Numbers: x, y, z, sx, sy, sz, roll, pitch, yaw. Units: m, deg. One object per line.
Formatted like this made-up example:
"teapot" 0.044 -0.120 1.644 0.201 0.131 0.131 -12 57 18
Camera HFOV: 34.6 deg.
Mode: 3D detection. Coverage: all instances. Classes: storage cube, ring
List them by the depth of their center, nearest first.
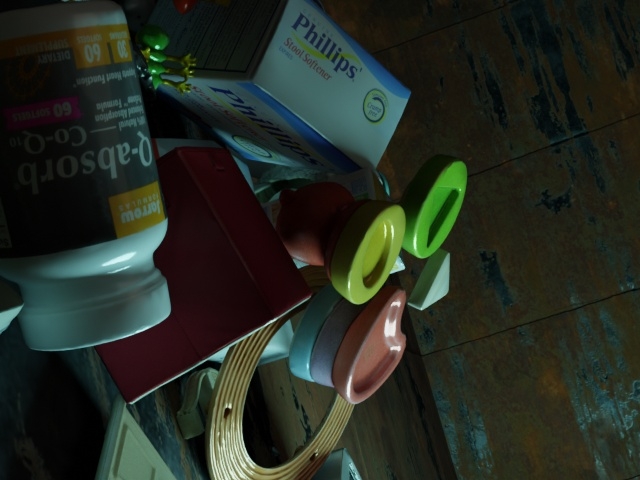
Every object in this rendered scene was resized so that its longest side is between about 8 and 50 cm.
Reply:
"storage cube" -0.145 0.029 1.079 0.193 0.184 0.215 60 11 3
"ring" -0.041 0.187 1.333 0.337 0.032 0.336 -30 129 -48

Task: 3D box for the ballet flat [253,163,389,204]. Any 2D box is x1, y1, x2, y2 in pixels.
"ballet flat" -0.048 -0.059 1.624 0.409 0.147 0.146 -12 -81 61

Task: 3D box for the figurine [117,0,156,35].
"figurine" -0.237 -0.329 1.554 0.209 0.092 0.215 -91 158 -43

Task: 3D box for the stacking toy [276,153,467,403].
"stacking toy" 0.053 0.023 1.274 0.279 0.130 0.308 -43 148 -41

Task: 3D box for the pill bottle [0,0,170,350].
"pill bottle" -0.221 -0.057 0.888 0.162 0.162 0.278 -57 137 -75

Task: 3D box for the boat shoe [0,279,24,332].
"boat shoe" -0.283 0.074 0.728 0.079 0.081 0.227 34 7 2

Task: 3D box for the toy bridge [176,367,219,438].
"toy bridge" -0.142 0.195 1.305 0.188 0.026 0.063 -26 96 -77

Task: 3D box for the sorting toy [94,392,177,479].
"sorting toy" -0.178 0.284 1.007 0.193 0.038 0.208 -90 162 -56

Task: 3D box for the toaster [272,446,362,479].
"toaster" 0.006 0.400 1.457 0.168 0.110 0.185 -86 154 -63

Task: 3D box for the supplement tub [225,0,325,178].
"supplement tub" -0.082 -0.284 1.807 0.228 0.228 0.316 56 19 -51

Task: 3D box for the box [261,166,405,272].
"box" 0.000 0.000 1.402 0.103 0.203 0.114 53 23 -49

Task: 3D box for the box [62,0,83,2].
"box" -0.296 -0.363 1.284 0.102 0.101 0.087 54 21 -50

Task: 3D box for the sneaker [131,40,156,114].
"sneaker" -0.237 -0.160 1.075 0.271 0.100 0.107 145 -66 -71

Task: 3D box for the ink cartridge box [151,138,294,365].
"ink cartridge box" -0.158 0.002 1.378 0.385 0.091 0.308 37 36 -72

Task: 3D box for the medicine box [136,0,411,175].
"medicine box" -0.074 -0.222 1.424 0.263 0.289 0.149 34 77 -41

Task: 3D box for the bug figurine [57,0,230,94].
"bug figurine" -0.239 -0.286 1.224 0.279 0.072 0.216 4 100 -46
